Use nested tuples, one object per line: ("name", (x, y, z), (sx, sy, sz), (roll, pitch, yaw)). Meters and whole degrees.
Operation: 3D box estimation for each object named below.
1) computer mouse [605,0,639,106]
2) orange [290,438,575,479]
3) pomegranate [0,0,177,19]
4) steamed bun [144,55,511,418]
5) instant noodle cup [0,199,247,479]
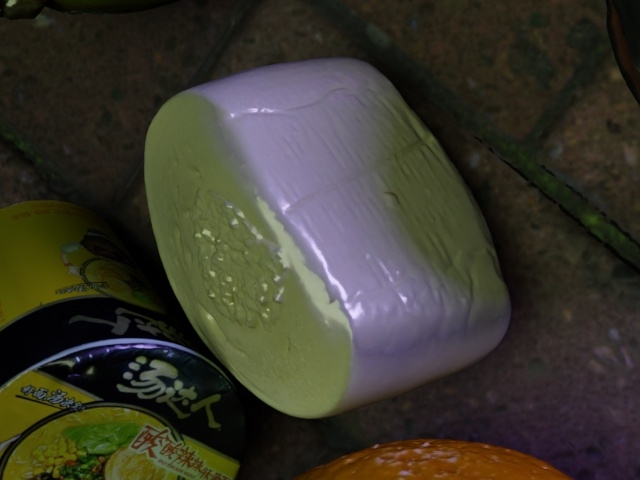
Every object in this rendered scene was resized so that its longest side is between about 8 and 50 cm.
("computer mouse", (0.275, -0.199, 0.975), (0.183, 0.116, 0.323), (30, 79, -17))
("orange", (0.063, 0.289, 1.031), (0.293, 0.340, 0.341), (15, 100, 29))
("pomegranate", (-0.150, -0.315, 1.138), (0.260, 0.260, 0.341), (20, 99, 22))
("steamed bun", (0.000, 0.000, 1.117), (0.155, 0.200, 0.250), (-41, 74, 47))
("instant noodle cup", (-0.186, 0.094, 1.176), (0.215, 0.215, 0.236), (-55, 36, 18))
